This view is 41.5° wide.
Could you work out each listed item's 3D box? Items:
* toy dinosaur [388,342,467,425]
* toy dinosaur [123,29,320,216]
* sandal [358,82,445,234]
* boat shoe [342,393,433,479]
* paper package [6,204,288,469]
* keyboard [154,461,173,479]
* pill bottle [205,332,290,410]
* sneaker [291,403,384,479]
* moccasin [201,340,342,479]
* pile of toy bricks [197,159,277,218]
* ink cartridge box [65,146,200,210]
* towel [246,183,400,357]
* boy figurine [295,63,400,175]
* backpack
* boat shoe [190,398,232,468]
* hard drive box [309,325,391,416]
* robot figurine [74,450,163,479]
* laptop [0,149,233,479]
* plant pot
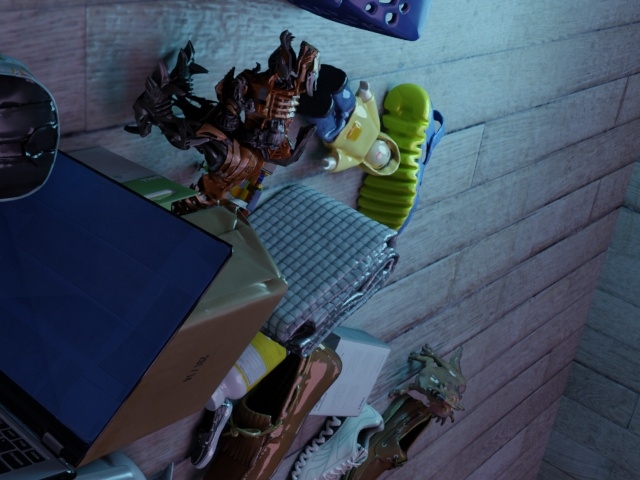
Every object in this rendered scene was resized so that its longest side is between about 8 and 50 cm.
[{"bbox_3d":[0.318,0.373,2.174,0.295,0.200,0.127,-17,125,-49],"label":"toy dinosaur"},{"bbox_3d":[-0.135,-0.149,1.140,0.322,0.218,0.164,-55,-172,2],"label":"toy dinosaur"},{"bbox_3d":[0.175,-0.152,1.694,0.138,0.126,0.317,-8,120,-56],"label":"sandal"},{"bbox_3d":[0.175,0.537,2.179,0.307,0.104,0.111,-53,146,-14],"label":"boat shoe"},{"bbox_3d":[-0.253,0.135,1.159,0.309,0.168,0.325,-17,152,-46],"label":"paper package"},{"bbox_3d":[-0.277,0.432,1.420,0.256,0.014,0.072,130,-27,-58],"label":"keyboard"},{"bbox_3d":[-0.148,0.219,1.520,0.184,0.103,0.103,-39,140,-31],"label":"pill bottle"},{"bbox_3d":[0.035,0.499,1.955,0.292,0.118,0.110,-55,148,-10],"label":"sneaker"},{"bbox_3d":[-0.111,0.343,1.624,0.380,0.139,0.147,-51,128,-1],"label":"moccasin"},{"bbox_3d":[-0.140,-0.097,1.311,0.118,0.105,0.212,-62,-173,-3],"label":"pile of toy bricks"},{"bbox_3d":[-0.262,-0.055,1.076,0.109,0.209,0.062,-19,125,-46],"label":"ink cartridge box"},{"bbox_3d":[-0.036,0.051,1.442,0.283,0.235,0.121,-42,147,-29],"label":"towel"},{"bbox_3d":[0.053,-0.192,1.524,0.177,0.092,0.285,-60,144,-9],"label":"boy figurine"},{"bbox_3d":[-0.386,-0.125,0.911,0.188,0.144,0.166,-2,115,-30],"label":"backpack"},{"bbox_3d":[-0.214,0.359,1.586,0.040,0.049,0.142,24,91,-38],"label":"boat shoe"},{"bbox_3d":[0.034,0.282,1.825,0.232,0.089,0.181,22,95,-56],"label":"hard drive box"},{"bbox_3d":[-0.391,0.420,1.240,0.300,0.200,0.353,-41,158,31],"label":"robot figurine"},{"bbox_3d":[-0.380,0.056,0.838,0.408,0.382,0.236,-6,116,-52],"label":"laptop"},{"bbox_3d":[0.031,-0.434,1.205,0.212,0.236,0.236,0,112,-46],"label":"plant pot"}]
